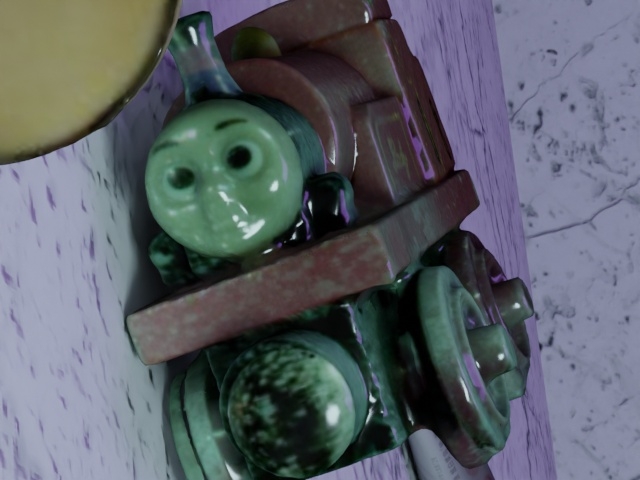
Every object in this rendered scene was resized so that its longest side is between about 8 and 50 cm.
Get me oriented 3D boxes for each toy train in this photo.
[{"bbox_3d":[0.000,0.000,0.816,0.304,0.150,0.221,-34,104,-76],"label":"toy train"}]

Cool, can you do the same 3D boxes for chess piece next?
[{"bbox_3d":[-0.075,-0.152,0.616,0.397,0.117,0.117,-79,157,-65],"label":"chess piece"}]

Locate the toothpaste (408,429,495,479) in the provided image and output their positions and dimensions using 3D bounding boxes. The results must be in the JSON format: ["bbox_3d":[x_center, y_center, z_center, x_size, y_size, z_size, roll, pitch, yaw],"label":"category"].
[{"bbox_3d":[0.111,0.200,1.389,0.100,0.066,0.323,-75,149,-54],"label":"toothpaste"}]
